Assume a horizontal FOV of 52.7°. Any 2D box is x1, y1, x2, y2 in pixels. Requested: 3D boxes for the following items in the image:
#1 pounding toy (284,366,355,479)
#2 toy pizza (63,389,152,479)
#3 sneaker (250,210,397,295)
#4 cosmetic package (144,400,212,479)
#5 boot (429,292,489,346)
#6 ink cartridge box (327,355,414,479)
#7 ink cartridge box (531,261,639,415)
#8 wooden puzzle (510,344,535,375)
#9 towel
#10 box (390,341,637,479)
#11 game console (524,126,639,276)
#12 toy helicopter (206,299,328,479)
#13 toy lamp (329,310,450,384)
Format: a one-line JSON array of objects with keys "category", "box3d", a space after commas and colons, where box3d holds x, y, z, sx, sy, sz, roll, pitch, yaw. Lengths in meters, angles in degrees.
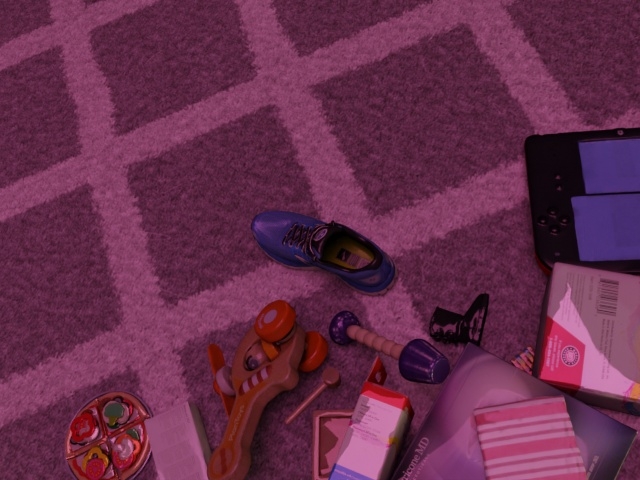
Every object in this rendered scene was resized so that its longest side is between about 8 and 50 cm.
[{"category": "pounding toy", "box3d": [0.030, 0.348, 1.202, 0.181, 0.094, 0.206, -5, 63, 11]}, {"category": "toy pizza", "box3d": [-0.435, 0.404, 1.316, 0.201, 0.032, 0.201, -5, 65, 11]}, {"category": "sneaker", "box3d": [0.000, 0.000, 1.336, 0.329, 0.147, 0.130, 18, 71, 20]}, {"category": "cosmetic package", "box3d": [-0.255, 0.443, 1.242, 0.098, 0.060, 0.239, -25, 63, 3]}, {"category": "boot", "box3d": [0.271, 0.150, 1.266, 0.099, 0.045, 0.121, 10, 67, 23]}, {"category": "ink cartridge box", "box3d": [0.093, 0.323, 1.068, 0.078, 0.134, 0.231, 16, 69, 20]}, {"category": "ink cartridge box", "box3d": [0.544, 0.185, 1.134, 0.306, 0.131, 0.226, 12, 69, 14]}, {"category": "wooden puzzle", "box3d": [0.393, 0.231, 1.219, 0.083, 0.006, 0.049, -35, 64, -5]}, {"category": "towel", "box3d": [0.319, 0.340, 0.975, 0.144, 0.029, 0.197, -10, 62, 8]}, {"category": "box", "box3d": [0.307, 0.380, 1.076, 0.294, 0.183, 0.296, 27, 74, 24]}, {"category": "game console", "box3d": [0.615, -0.082, 1.281, 0.386, 0.060, 0.342, -2, 66, 11]}, {"category": "toy helicopter", "box3d": [-0.143, 0.292, 1.226, 0.234, 0.140, 0.355, -16, 41, 36]}, {"category": "toy lamp", "box3d": [0.121, 0.197, 1.185, 0.274, 0.080, 0.080, 12, 65, 53]}]
